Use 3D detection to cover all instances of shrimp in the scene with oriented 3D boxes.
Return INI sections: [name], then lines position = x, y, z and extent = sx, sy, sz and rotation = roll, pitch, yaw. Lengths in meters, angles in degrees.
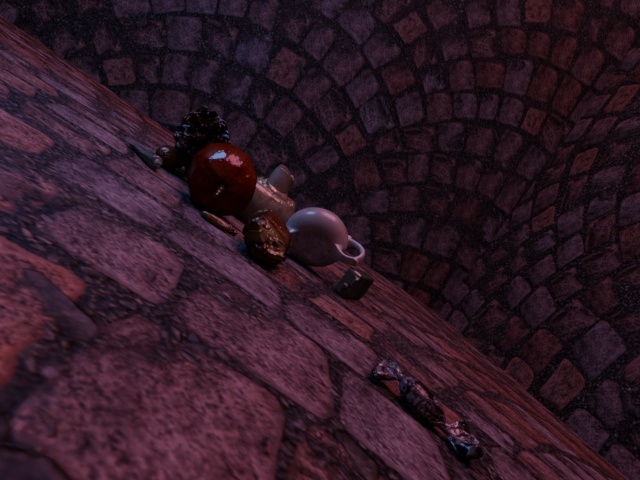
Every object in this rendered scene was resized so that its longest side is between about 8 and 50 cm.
[shrimp]
position = -0.260, -0.045, 1.218
extent = 0.108, 0.023, 0.059
rotation = 35, -5, -10

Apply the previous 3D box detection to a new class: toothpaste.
[toothpaste]
position = -0.524, -0.257, 1.433
extent = 0.064, 0.041, 0.218
rotation = 23, 7, -43

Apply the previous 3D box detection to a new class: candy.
[candy]
position = 0.178, 0.279, 0.800
extent = 0.226, 0.051, 0.094
rotation = 38, 8, 34

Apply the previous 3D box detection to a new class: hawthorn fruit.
[hawthorn fruit]
position = -0.270, -0.160, 1.306
extent = 0.205, 0.205, 0.253
rotation = 33, 13, -25

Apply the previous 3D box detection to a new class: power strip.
[power strip]
position = 0.109, 0.142, 1.538
extent = 0.053, 0.093, 0.288
rotation = 38, 4, 19

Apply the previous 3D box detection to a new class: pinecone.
[pinecone]
position = -0.379, -0.335, 1.548
extent = 0.184, 0.179, 0.204
rotation = 14, -22, -27

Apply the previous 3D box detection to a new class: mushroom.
[mushroom]
position = -0.188, -0.162, 1.650
extent = 0.260, 0.234, 0.254
rotation = 37, 8, 24

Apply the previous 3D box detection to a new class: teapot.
[teapot]
position = 0.000, 0.000, 1.521
extent = 0.299, 0.209, 0.166
rotation = 17, 24, 15

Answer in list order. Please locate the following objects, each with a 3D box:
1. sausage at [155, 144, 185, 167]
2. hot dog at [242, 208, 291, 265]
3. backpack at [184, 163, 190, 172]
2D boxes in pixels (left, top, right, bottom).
[sausage]
position = -0.506, -0.282, 1.599
extent = 0.076, 0.076, 0.197
rotation = 35, 5, -5
[hot dog]
position = -0.139, -0.001, 1.192
extent = 0.146, 0.103, 0.213
rotation = 56, 12, -5
[backpack]
position = -0.397, -0.276, 1.752
extent = 0.258, 0.206, 0.133
rotation = 44, 46, -17
